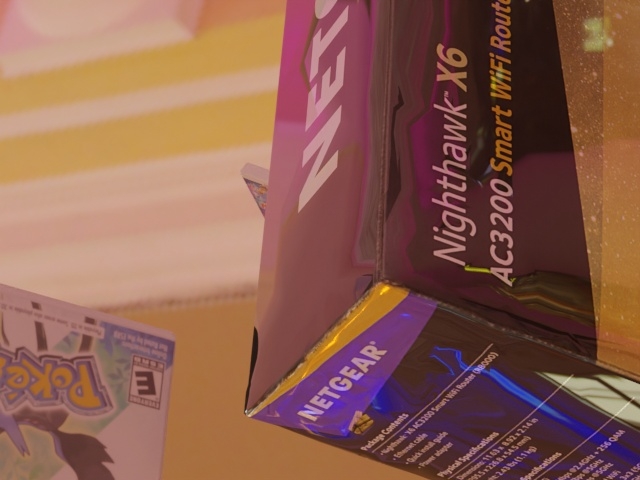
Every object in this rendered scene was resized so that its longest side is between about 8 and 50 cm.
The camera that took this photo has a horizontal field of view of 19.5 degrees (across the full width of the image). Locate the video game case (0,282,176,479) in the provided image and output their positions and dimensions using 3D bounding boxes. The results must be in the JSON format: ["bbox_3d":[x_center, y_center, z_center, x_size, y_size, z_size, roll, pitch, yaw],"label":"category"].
[{"bbox_3d":[-0.274,0.168,1.406,0.036,0.329,0.300,-34,-135,52],"label":"video game case"}]

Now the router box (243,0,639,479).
[{"bbox_3d":[0.111,-0.048,0.617,0.081,0.243,0.308,-49,-151,45],"label":"router box"}]

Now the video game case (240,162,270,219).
[{"bbox_3d":[0.000,0.000,1.254,0.087,0.122,0.011,21,-117,34],"label":"video game case"}]
